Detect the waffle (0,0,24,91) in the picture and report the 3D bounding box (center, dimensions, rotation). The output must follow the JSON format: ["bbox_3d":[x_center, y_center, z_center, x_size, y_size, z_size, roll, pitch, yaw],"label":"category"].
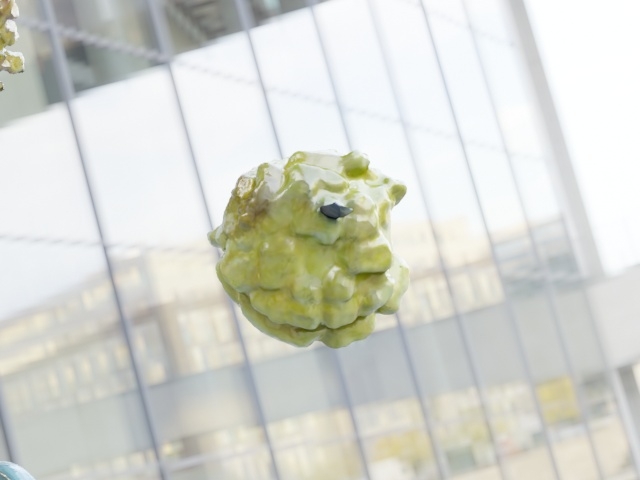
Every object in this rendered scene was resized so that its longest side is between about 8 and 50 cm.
[{"bbox_3d":[-0.349,-0.174,1.627,0.193,0.070,0.197,-36,-27,-9],"label":"waffle"}]

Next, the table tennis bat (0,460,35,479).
[{"bbox_3d":[-0.205,0.177,1.184,0.038,0.237,0.149,-15,-23,-36],"label":"table tennis bat"}]

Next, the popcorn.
[{"bbox_3d":[-0.004,0.001,1.538,0.173,0.173,0.142,-20,-15,30],"label":"popcorn"}]
